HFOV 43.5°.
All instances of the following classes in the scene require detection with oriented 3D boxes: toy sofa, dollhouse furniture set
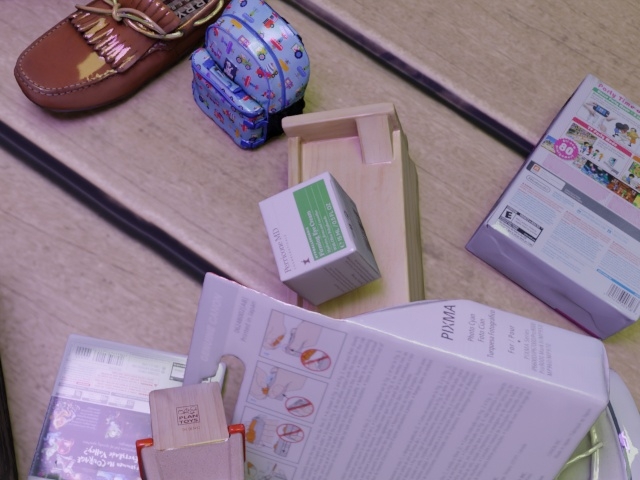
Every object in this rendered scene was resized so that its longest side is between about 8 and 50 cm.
[{"bbox_3d":[0.043,0.026,0.999,0.150,0.177,0.362,-7,67,14],"label":"toy sofa"},{"bbox_3d":[-0.120,0.284,0.805,0.262,0.259,0.135,-6,36,-13],"label":"dollhouse furniture set"}]

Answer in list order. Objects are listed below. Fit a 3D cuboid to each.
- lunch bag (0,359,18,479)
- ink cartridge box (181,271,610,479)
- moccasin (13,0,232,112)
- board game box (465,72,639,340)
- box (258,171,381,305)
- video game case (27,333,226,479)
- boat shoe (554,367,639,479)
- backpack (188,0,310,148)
[{"bbox_3d":[-0.463,0.146,0.805,0.256,0.212,0.305,-11,70,-18],"label":"lunch bag"},{"bbox_3d":[0.052,0.178,0.836,0.385,0.308,0.091,18,38,1],"label":"ink cartridge box"},{"bbox_3d":[-0.230,-0.298,1.068,0.380,0.147,0.139,-31,76,-20],"label":"moccasin"},{"bbox_3d":[0.377,-0.052,1.098,0.224,0.097,0.303,36,67,8],"label":"board game box"},{"bbox_3d":[0.000,0.000,0.866,0.087,0.102,0.101,-24,64,12],"label":"box"},{"bbox_3d":[-0.219,0.209,0.929,0.191,0.022,0.173,12,66,-6],"label":"video game case"},{"bbox_3d":[0.284,0.326,0.918,0.157,0.136,0.366,1,77,-6],"label":"boat shoe"},{"bbox_3d":[-0.092,-0.226,1.048,0.117,0.173,0.158,-39,80,-22],"label":"backpack"}]
